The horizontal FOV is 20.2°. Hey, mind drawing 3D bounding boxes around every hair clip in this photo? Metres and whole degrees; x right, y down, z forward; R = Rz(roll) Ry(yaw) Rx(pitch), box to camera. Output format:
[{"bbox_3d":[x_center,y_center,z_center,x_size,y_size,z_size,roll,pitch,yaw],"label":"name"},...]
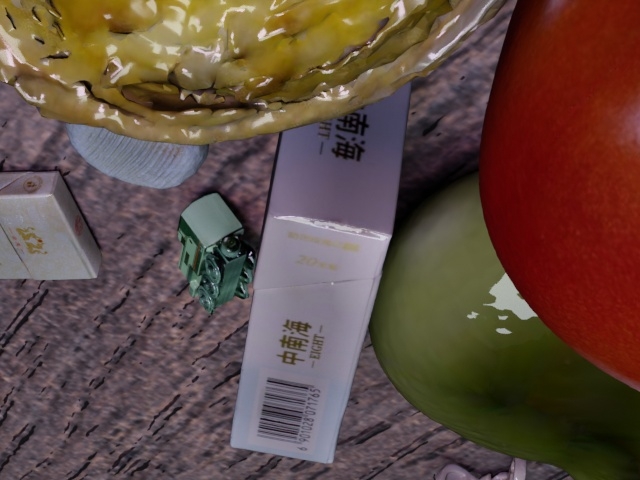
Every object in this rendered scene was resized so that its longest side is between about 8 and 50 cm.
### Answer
[{"bbox_3d":[0.180,0.223,1.376,0.072,0.034,0.226,-20,136,34],"label":"hair clip"}]

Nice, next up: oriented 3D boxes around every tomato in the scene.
[{"bbox_3d":[0.206,-0.029,0.797,0.299,0.298,0.226,20,122,-15],"label":"tomato"}]

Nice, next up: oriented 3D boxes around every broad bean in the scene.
[{"bbox_3d":[0.154,0.059,1.077,0.238,0.119,0.291,-14,138,30],"label":"broad bean"}]

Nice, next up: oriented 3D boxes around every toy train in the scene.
[{"bbox_3d":[-0.066,0.011,1.120,0.033,0.053,0.083,-30,163,-22],"label":"toy train"}]

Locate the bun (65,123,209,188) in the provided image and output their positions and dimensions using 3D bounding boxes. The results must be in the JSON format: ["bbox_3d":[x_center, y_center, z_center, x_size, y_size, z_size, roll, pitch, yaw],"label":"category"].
[{"bbox_3d":[-0.103,-0.065,1.024,0.083,0.045,0.083,8,143,6],"label":"bun"}]

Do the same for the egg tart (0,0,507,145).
[{"bbox_3d":[-0.038,-0.160,0.751,0.291,0.107,0.290,-3,117,-6],"label":"egg tart"}]

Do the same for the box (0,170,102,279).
[{"bbox_3d":[-0.232,-0.008,1.151,0.167,0.024,0.090,-1,143,15],"label":"box"}]

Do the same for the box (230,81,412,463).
[{"bbox_3d":[0.000,0.000,1.001,0.067,0.155,0.243,9,144,-2],"label":"box"}]
